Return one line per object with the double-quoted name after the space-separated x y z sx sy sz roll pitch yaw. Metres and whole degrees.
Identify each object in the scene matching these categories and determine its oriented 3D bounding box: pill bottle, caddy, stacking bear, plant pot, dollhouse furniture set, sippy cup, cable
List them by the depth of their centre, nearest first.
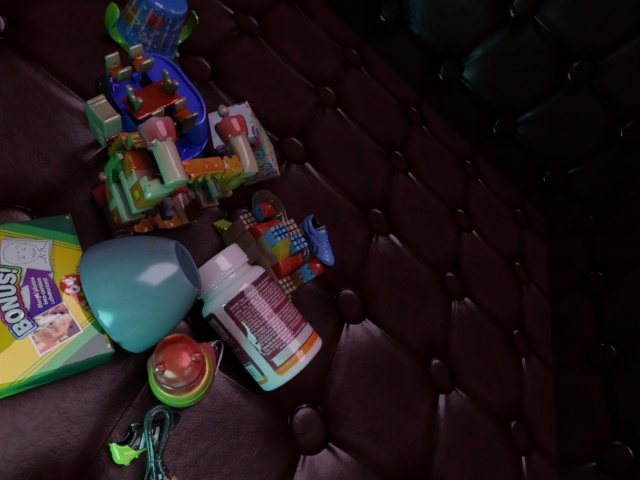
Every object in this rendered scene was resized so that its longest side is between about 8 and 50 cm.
-0.385 0.536 1.102 0.140 0.072 0.287 -11 79 -30 "cable"
-0.331 0.303 1.123 0.176 0.289 0.164 -9 68 -16 "stacking bear"
-0.415 0.103 1.177 0.290 0.196 0.290 -25 90 -89 "plant pot"
-0.522 -0.379 1.339 0.259 0.135 0.262 -39 88 -30 "dollhouse furniture set"
-0.197 0.216 1.379 0.392 0.224 0.224 52 43 -2 "pill bottle"
-0.503 -0.406 1.491 0.241 0.179 0.341 -37 88 -20 "caddy"
-0.593 -0.796 1.699 0.240 0.224 0.305 35 45 -19 "sippy cup"

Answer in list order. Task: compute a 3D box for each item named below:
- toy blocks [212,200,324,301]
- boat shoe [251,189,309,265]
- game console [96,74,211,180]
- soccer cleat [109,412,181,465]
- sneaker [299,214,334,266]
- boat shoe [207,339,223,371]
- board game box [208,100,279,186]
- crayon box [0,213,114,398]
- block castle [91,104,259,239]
-0.155 0.035 1.506 0.191 0.261 0.381 -26 82 -47 "toy blocks"
-0.148 -0.035 1.681 0.111 0.104 0.307 -29 77 -7 "boat shoe"
-0.545 -0.368 1.582 0.342 0.060 0.386 2 62 -40 "game console"
-0.417 0.461 1.142 0.179 0.060 0.072 -28 101 -44 "soccer cleat"
0.000 0.000 1.797 0.069 0.082 0.209 -24 82 -49 "sneaker"
-0.312 0.357 1.303 0.066 0.063 0.184 38 44 -16 "boat shoe"
-0.257 -0.324 1.635 0.275 0.142 0.144 59 15 -67 "board game box"
-0.674 0.142 1.043 0.313 0.106 0.362 -14 71 -37 "crayon box"
-0.413 -0.184 1.294 0.303 0.453 0.212 -17 82 -45 "block castle"
